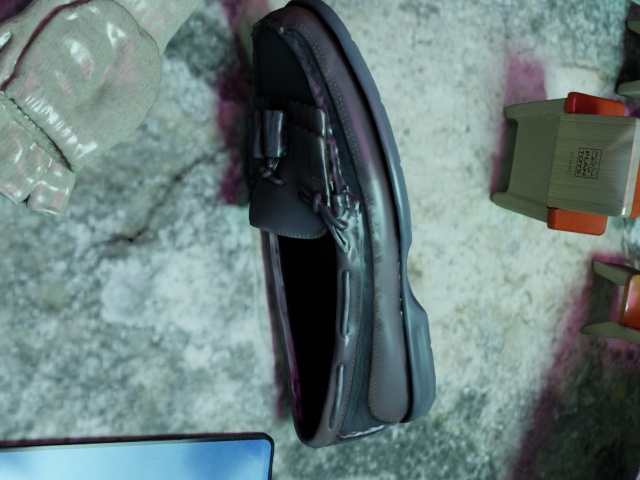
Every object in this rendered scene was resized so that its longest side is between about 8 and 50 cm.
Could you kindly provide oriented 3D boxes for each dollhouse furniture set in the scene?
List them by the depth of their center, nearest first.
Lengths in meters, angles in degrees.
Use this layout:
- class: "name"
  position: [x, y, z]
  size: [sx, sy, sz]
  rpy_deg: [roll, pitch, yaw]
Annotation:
- class: "dollhouse furniture set"
  position: [0.275, -0.043, 0.905]
  size: [0.259, 0.135, 0.262]
  rpy_deg: [6, 94, -34]

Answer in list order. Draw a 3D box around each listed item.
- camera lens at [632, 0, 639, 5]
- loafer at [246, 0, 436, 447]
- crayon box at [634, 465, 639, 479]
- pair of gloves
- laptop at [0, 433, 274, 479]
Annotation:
- class: "camera lens"
  position: [0.334, -0.265, 0.815]
  size: [0.219, 0.274, 0.220]
  rpy_deg: [-11, 108, -37]
- class: "loafer"
  position: [0.000, 0.000, 0.752]
  size: [0.095, 0.109, 0.303]
  rpy_deg: [-24, 113, -24]
- class: "crayon box"
  position: [0.320, 0.302, 0.936]
  size: [0.313, 0.106, 0.363]
  rpy_deg: [28, 81, -53]
- class: "pair of gloves"
  position: [-0.186, -0.147, 0.641]
  size: [0.240, 0.042, 0.204]
  rpy_deg: [36, 74, -34]
- class: "laptop"
  position: [-0.164, 0.321, 0.614]
  size: [0.236, 0.408, 0.382]
  rpy_deg: [5, 93, -1]
